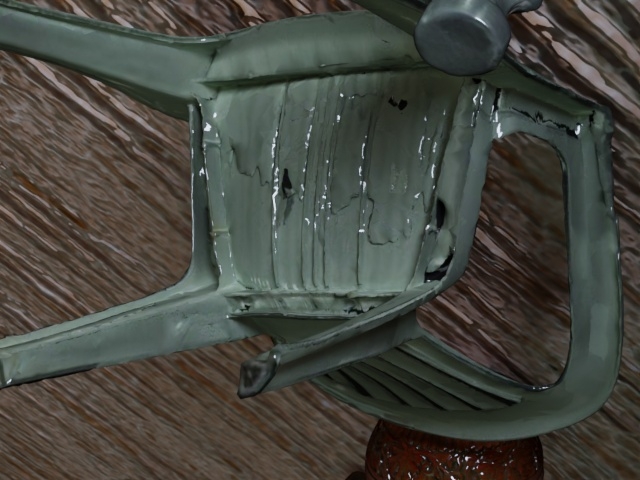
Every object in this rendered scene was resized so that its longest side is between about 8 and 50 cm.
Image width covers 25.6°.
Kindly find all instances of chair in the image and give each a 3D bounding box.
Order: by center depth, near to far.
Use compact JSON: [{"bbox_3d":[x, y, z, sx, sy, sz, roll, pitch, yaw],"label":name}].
[{"bbox_3d":[0.000,0.000,0.598,0.203,0.191,0.274,-1,177,36],"label":"chair"}]

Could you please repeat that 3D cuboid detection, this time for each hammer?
[{"bbox_3d":[0.011,-0.198,0.432,0.033,0.111,0.288,-7,124,35],"label":"hammer"}]

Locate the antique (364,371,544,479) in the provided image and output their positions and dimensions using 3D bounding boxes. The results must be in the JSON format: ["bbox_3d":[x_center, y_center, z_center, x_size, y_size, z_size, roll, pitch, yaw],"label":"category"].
[{"bbox_3d":[0.074,0.125,0.778,0.104,0.104,0.104,18,143,14],"label":"antique"}]

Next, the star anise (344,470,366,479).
[{"bbox_3d":[0.135,0.262,0.856,0.346,0.237,0.148,37,119,21],"label":"star anise"}]
